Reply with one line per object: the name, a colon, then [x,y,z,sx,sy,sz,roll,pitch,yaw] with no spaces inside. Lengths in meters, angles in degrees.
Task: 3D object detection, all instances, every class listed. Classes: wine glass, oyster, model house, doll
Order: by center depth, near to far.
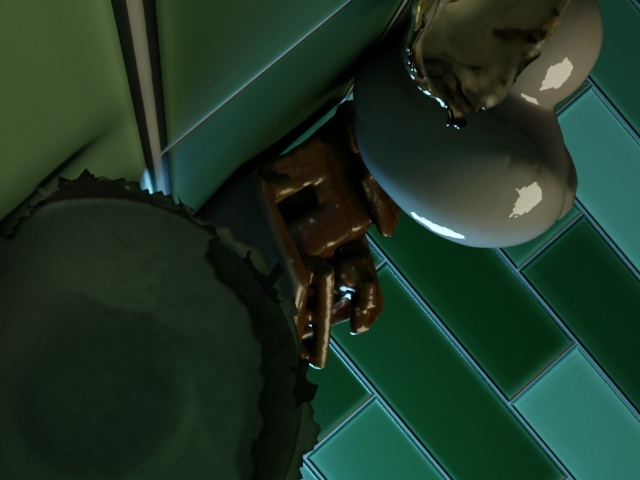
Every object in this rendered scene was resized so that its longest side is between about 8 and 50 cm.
wine glass: [-0.098,0.080,0.659,0.190,0.190,0.357,-40,175,-8]
oyster: [0.105,-0.164,0.759,0.166,0.094,0.294,-60,162,21]
doll: [0.145,-0.123,1.017,0.221,0.221,0.251,-40,-154,30]
model house: [-0.001,0.001,1.171,0.229,0.199,0.219,-35,-170,-34]
